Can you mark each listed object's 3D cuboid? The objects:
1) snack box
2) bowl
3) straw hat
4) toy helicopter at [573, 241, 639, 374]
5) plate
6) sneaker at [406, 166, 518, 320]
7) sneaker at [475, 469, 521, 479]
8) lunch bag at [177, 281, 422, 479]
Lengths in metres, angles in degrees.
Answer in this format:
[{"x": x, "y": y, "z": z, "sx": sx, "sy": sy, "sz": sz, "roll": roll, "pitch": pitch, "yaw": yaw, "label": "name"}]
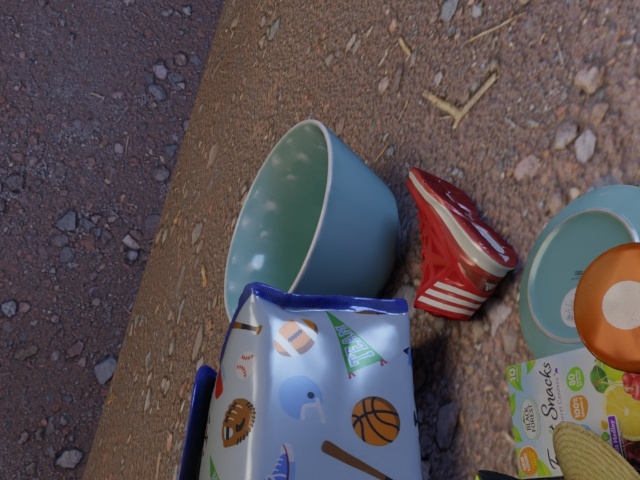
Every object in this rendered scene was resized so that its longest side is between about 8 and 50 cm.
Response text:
[{"x": 0.221, "y": 0.143, "z": 0.585, "sx": 0.141, "sy": 0.037, "sz": 0.100, "roll": -33, "pitch": 52, "yaw": 54, "label": "snack box"}, {"x": 0.000, "y": 0.000, "z": 1.011, "sx": 0.311, "sy": 0.163, "sz": 0.312, "roll": -44, "pitch": 36, "yaw": 45, "label": "bowl"}, {"x": 0.190, "y": 0.205, "z": 0.497, "sx": 0.061, "sy": 0.145, "sz": 0.144, "roll": -29, "pitch": 22, "yaw": -12, "label": "straw hat"}, {"x": 0.303, "y": 0.132, "z": 0.379, "sx": 0.235, "sy": 0.140, "sz": 0.355, "roll": -30, "pitch": 56, "yaw": 42, "label": "toy helicopter"}, {"x": 0.244, "y": 0.034, "z": 0.649, "sx": 0.188, "sy": 0.024, "sz": 0.188, "roll": -44, "pitch": 36, "yaw": 43, "label": "plate"}, {"x": 0.130, "y": 0.009, "z": 0.831, "sx": 0.128, "sy": 0.087, "sz": 0.221, "roll": -59, "pitch": 26, "yaw": 21, "label": "sneaker"}, {"x": 0.178, "y": 0.312, "z": 0.510, "sx": 0.300, "sy": 0.111, "sz": 0.121, "roll": -113, "pitch": 38, "yaw": -64, "label": "sneaker"}, {"x": -0.048, "y": 0.281, "z": 0.838, "sx": 0.385, "sy": 0.238, "sz": 0.328, "roll": 117, "pitch": 159, "yaw": -55, "label": "lunch bag"}]
